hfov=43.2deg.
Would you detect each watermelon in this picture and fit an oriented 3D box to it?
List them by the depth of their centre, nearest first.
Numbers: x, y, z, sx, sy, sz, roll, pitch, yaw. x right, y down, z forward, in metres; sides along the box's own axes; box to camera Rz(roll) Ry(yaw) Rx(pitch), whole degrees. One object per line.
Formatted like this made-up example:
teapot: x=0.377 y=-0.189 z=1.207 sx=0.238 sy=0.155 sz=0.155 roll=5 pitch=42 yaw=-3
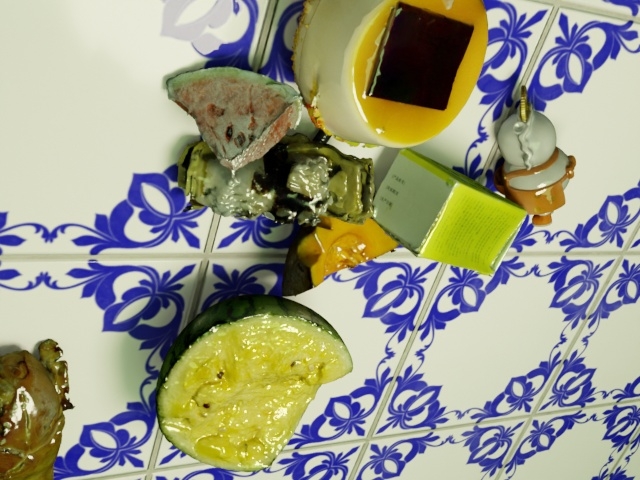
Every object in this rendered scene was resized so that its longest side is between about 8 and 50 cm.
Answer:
watermelon: x=-0.122 y=-0.159 z=1.107 sx=0.187 sy=0.139 sz=0.071 roll=8 pitch=161 yaw=1
watermelon: x=-0.127 y=0.212 z=1.356 sx=0.330 sy=0.189 sz=0.331 roll=-7 pitch=118 yaw=-14

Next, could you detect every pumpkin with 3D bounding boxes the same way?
pumpkin: x=0.000 y=0.000 z=1.335 sx=0.254 sy=0.149 sz=0.131 roll=-25 pitch=97 yaw=-49

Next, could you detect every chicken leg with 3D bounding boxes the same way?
chicken leg: x=-0.491 y=0.336 z=1.268 sx=0.211 sy=0.140 sz=0.361 roll=-10 pitch=125 yaw=-34

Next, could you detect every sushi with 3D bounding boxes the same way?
sushi: x=-0.061 y=-0.095 z=1.170 sx=0.290 sy=0.131 sz=0.139 roll=7 pitch=118 yaw=1

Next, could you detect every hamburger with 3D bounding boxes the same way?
hamburger: x=0.090 y=-0.264 z=1.115 sx=0.276 sy=0.179 sz=0.294 roll=-3 pitch=119 yaw=-40

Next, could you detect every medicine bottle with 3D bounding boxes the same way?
medicine bottle: x=0.215 y=-0.044 z=1.356 sx=0.250 sy=0.137 sz=0.141 roll=14 pitch=106 yaw=-48

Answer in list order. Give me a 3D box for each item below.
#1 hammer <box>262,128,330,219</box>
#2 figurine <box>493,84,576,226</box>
hammer: x=-0.010 y=-0.134 z=1.264 sx=0.103 sy=0.029 sz=0.246 roll=26 pitch=107 yaw=-40
figurine: x=0.376 y=-0.144 z=1.408 sx=0.143 sy=0.143 sz=0.271 roll=-19 pitch=133 yaw=-17
